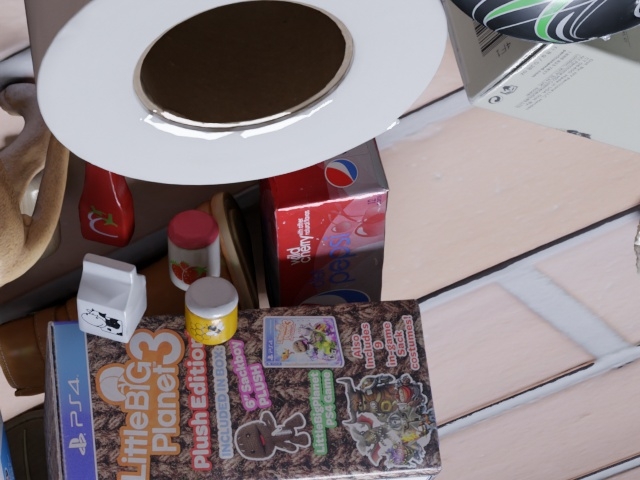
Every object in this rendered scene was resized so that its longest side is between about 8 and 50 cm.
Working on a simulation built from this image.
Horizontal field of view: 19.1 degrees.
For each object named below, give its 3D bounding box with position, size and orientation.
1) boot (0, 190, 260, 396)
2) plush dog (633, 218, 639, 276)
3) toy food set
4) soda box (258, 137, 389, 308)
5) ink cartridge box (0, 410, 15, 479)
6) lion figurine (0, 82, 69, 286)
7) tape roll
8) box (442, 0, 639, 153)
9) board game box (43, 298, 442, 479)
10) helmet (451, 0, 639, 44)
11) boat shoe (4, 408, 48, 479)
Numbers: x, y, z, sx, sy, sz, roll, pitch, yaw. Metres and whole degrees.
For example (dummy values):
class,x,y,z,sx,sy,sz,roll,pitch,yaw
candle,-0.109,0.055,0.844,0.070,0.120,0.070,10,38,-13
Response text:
class,x,y,z,sx,sy,sz,roll,pitch,yaw
boot,-0.164,0.056,1.589,0.220,0.109,0.283,-5,158,-6
plush dog,0.441,0.037,1.689,0.225,0.262,0.210,-23,-176,37
toy food set,-0.165,-0.007,1.423,0.232,0.111,0.104,15,137,12
soda box,0.000,0.000,1.551,0.092,0.083,0.263,-10,150,-6
ink cartridge box,-0.327,0.139,1.446,0.129,0.223,0.307,-12,169,-1
lion figurine,-0.316,-0.012,1.247,0.392,0.240,0.142,-9,151,-7
tape roll,-0.059,-0.168,1.145,0.246,0.169,0.246,-10,151,-6
box,0.223,-0.134,1.374,0.275,0.113,0.094,14,142,-37
board game box,-0.073,0.159,1.534,0.291,0.141,0.232,-3,158,-11
helmet,0.145,-0.202,1.173,0.169,0.169,0.161,-13,167,2
boat shoe,-0.197,0.205,1.809,0.307,0.110,0.104,-20,158,26
